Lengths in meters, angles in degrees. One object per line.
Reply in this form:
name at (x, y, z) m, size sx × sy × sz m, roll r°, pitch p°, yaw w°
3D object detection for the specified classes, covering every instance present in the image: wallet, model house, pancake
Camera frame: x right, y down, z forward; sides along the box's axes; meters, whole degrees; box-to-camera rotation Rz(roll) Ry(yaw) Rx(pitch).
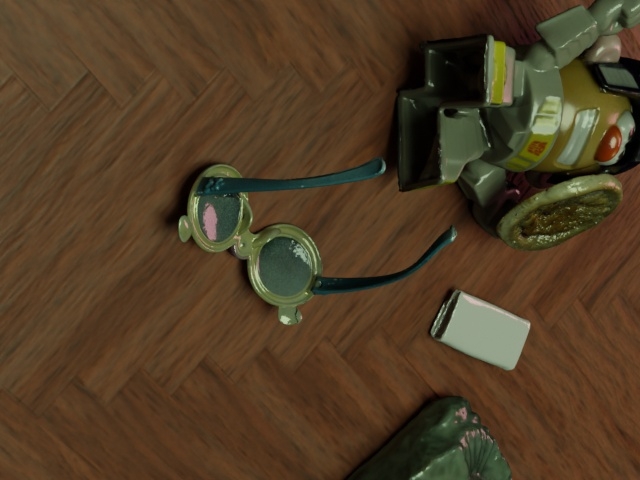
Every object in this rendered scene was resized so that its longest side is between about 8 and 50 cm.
wallet at (0.173, 0.096, 1.808) m, size 0.122 × 0.025 × 0.061 m, roll 24°, pitch 93°, yaw -40°
model house at (0.207, 0.351, 1.733) m, size 0.194 × 0.325 × 0.267 m, roll -40°, pitch 126°, yaw -17°
pancake at (0.245, -0.029, 1.717) m, size 0.139 × 0.022 × 0.139 m, roll -17°, pitch 158°, yaw -7°

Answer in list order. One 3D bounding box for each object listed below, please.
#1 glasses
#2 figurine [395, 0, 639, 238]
glasses at (0.006, -0.025, 1.540) m, size 0.189 × 0.221 × 0.088 m, roll 42°, pitch 40°, yaw -38°
figurine at (0.221, -0.131, 1.682) m, size 0.308 × 0.143 × 0.308 m, roll -17°, pitch 158°, yaw -7°
